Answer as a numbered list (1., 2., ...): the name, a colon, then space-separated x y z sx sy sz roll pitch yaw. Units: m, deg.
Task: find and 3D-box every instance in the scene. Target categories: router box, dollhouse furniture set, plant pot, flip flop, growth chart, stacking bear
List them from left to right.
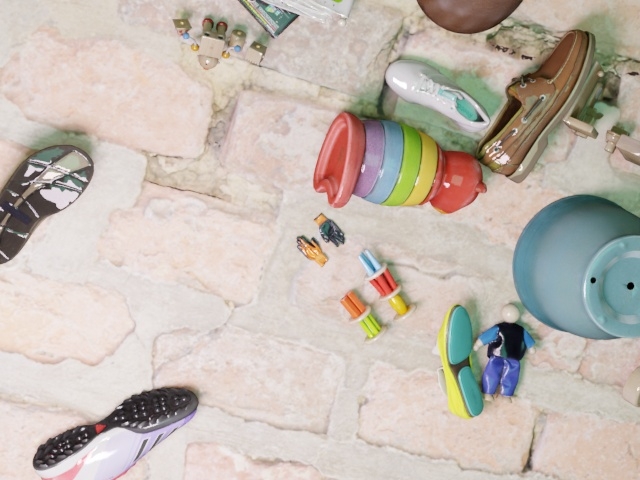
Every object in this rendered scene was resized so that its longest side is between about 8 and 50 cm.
1. flip flop: -0.512 -0.069 1.866 0.112 0.080 0.277 40 107 -15
2. router box: -0.090 -0.435 1.881 0.092 0.038 0.122 -43 100 -1
3. growth chart: -0.037 -0.473 1.859 0.237 0.021 0.171 11 81 -19
4. stacking bear: 0.157 -0.125 1.904 0.289 0.175 0.164 11 104 -18
5. plant pot: 0.287 -0.474 1.826 0.215 0.230 0.215 -1 98 -7
6. plant pot: 0.518 0.064 1.918 0.272 0.255 0.271 -1 98 -7
7. dollhouse furniture set: 0.556 -0.229 1.939 0.151 0.144 0.123 29 94 26

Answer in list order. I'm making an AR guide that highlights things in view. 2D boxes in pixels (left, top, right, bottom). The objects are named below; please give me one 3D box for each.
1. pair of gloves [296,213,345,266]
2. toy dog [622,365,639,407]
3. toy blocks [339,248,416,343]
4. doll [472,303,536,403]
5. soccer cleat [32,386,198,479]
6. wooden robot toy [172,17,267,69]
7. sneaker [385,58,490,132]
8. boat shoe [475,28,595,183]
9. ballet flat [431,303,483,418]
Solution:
1. pair of gloves: 0.000 0.000 1.968 0.074 0.010 0.083 43 88 -9
2. toy dog: 0.725 0.209 2.009 0.220 0.161 0.333 52 124 25
3. toy blocks: 0.091 0.102 1.971 0.123 0.054 0.148 -36 101 -2
4. doll: 0.350 0.214 2.024 0.129 0.046 0.189 10 97 -9
5. soccer cleat: -0.363 0.374 1.938 0.318 0.108 0.116 -25 121 -5
6. wooden robot toy: -0.187 -0.341 1.881 0.173 0.076 0.079 13 131 -9
7. sneaker: 0.220 -0.267 1.915 0.212 0.094 0.080 27 94 -7
8. boat shoe: 0.394 -0.260 1.930 0.104 0.111 0.307 27 94 -11
9. ballet flat: 0.251 0.231 1.999 0.077 0.077 0.230 -23 106 -40
